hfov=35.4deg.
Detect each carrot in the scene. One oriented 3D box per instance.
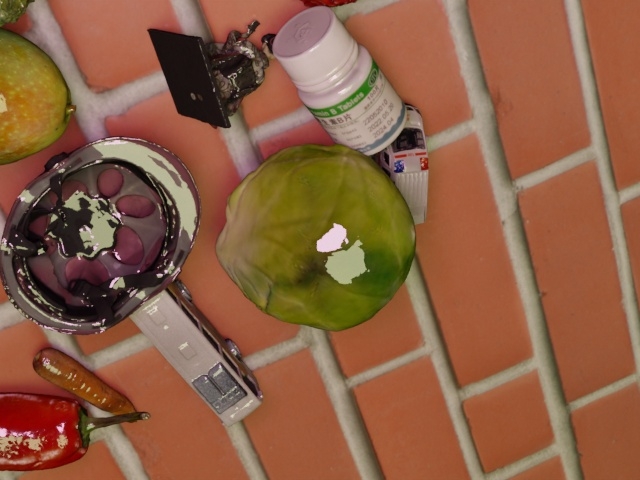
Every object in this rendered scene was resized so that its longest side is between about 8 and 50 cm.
[{"bbox_3d":[-0.418,0.268,1.816,0.059,0.059,0.248,-45,121,8],"label":"carrot"}]

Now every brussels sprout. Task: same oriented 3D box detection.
[{"bbox_3d":[0.000,0.000,1.683,0.268,0.344,0.344,-6,124,-56],"label":"brussels sprout"}]

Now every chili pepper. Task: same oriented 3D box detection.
[{"bbox_3d":[-0.478,0.338,1.781,0.338,0.134,0.131,1,111,-13],"label":"chili pepper"}]

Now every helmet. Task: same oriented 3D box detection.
[{"bbox_3d":[-0.361,-0.016,1.611,0.271,0.197,0.338,43,83,-19],"label":"helmet"}]

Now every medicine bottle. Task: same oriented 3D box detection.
[{"bbox_3d":[0.032,-0.254,1.616,0.139,0.139,0.237,-38,132,4],"label":"medicine bottle"}]

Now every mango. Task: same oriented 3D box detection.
[{"bbox_3d":[-0.543,-0.210,1.430,0.381,0.225,0.201,7,91,11],"label":"mango"}]

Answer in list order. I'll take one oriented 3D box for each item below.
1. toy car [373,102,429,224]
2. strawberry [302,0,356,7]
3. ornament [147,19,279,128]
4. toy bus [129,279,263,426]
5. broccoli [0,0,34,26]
[{"bbox_3d":[0.143,-0.130,1.747,0.089,0.108,0.210,-6,116,-13],"label":"toy car"},{"bbox_3d":[0.040,-0.445,1.531,0.233,0.178,0.234,-10,123,-15],"label":"strawberry"},{"bbox_3d":[-0.137,-0.292,1.613,0.196,0.153,0.166,-32,123,-26],"label":"ornament"},{"bbox_3d":[-0.226,0.185,1.779,0.097,0.138,0.343,-35,117,0],"label":"toy bus"},{"bbox_3d":[-0.421,-0.424,1.339,0.186,0.302,0.254,26,109,-28],"label":"broccoli"}]
